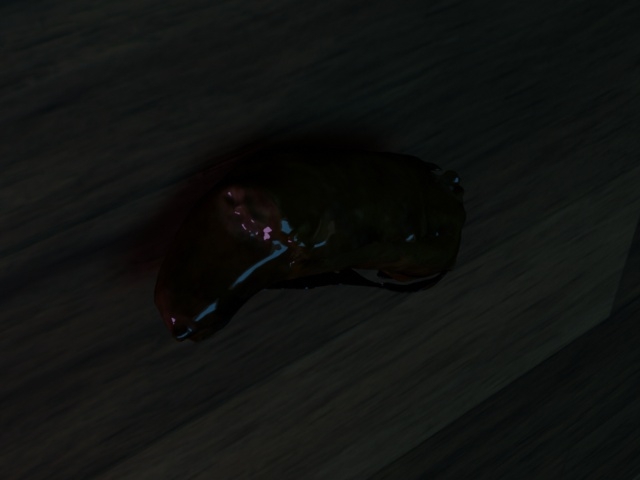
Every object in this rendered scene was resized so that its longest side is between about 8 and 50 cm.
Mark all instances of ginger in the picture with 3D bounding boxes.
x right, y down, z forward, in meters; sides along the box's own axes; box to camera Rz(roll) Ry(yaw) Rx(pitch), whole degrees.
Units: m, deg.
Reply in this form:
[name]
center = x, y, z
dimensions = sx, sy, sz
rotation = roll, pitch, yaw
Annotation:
[ginger]
center = 0.011, -0.008, 0.856
dimensions = 0.309, 0.107, 0.133
rotation = -2, 145, -50
